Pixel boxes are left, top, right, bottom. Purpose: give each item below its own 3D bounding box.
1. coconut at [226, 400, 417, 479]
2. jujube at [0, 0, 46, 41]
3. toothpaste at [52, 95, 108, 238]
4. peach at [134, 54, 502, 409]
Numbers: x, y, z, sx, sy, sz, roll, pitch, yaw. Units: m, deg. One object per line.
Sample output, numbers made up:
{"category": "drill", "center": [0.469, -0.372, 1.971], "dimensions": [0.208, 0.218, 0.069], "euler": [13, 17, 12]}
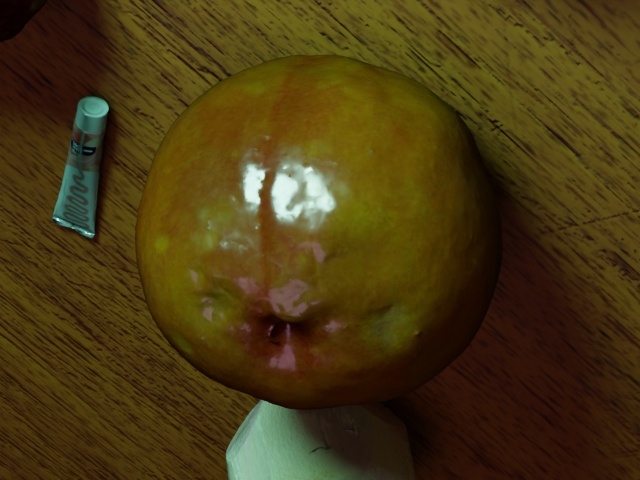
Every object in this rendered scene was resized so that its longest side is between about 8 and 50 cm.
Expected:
{"category": "coconut", "center": [0.001, 0.276, 1.403], "dimensions": [0.227, 0.230, 0.227], "euler": [-6, 139, -5]}
{"category": "jujube", "center": [-0.363, -0.287, 1.137], "dimensions": [0.232, 0.213, 0.213], "euler": [6, 128, 27]}
{"category": "toothpaste", "center": [-0.275, -0.081, 1.364], "dimensions": [0.056, 0.036, 0.205], "euler": [24, 136, 3]}
{"category": "peach", "center": [0.000, 0.000, 1.100], "dimensions": [0.342, 0.302, 0.343], "euler": [7, 116, 13]}
